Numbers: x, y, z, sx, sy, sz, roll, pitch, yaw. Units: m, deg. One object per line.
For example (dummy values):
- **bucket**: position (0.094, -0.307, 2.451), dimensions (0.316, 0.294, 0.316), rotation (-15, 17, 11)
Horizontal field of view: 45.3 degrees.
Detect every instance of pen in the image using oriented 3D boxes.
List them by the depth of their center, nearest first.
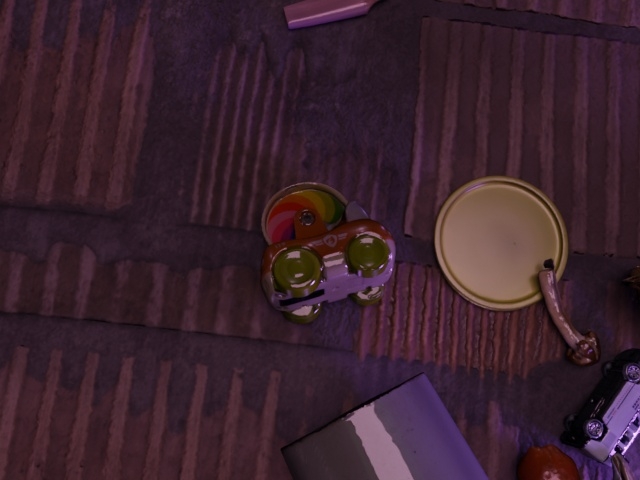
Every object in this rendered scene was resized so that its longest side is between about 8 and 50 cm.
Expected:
- **pen**: position (0.032, -0.422, 1.378), dimensions (0.197, 0.032, 0.053), rotation (-13, 79, -2)

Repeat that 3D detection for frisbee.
- **frisbee**: position (0.307, 0.004, 1.310), dimensions (0.235, 0.017, 0.236), rotation (0, 78, -2)

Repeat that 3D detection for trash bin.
- **trash bin**: position (0.147, 0.435, 1.093), dimensions (0.280, 0.280, 0.432), rotation (-27, 78, -7)

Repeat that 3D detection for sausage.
- **sausage**: position (0.371, 0.491, 1.179), dimensions (0.097, 0.094, 0.349), rotation (-8, 80, 12)

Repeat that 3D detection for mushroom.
- **mushroom**: position (0.405, 0.121, 1.262), dimensions (0.060, 0.061, 0.187), rotation (-26, 87, 5)

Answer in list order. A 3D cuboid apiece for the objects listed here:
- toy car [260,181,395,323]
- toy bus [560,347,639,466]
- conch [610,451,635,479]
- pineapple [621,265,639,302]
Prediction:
- **toy car**: position (0.000, 0.000, 1.251), dimensions (0.235, 0.145, 0.235), rotation (0, 62, 1)
- **toy bus**: position (0.477, 0.269, 1.232), dimensions (0.089, 0.087, 0.194), rotation (39, 79, -2)
- **conch**: position (0.472, 0.465, 1.165), dimensions (0.114, 0.137, 0.234), rotation (-35, 99, 34)
- **pineapple**: position (0.641, 0.159, 1.207), dimensions (0.262, 0.262, 0.272), rotation (-15, 93, -5)
